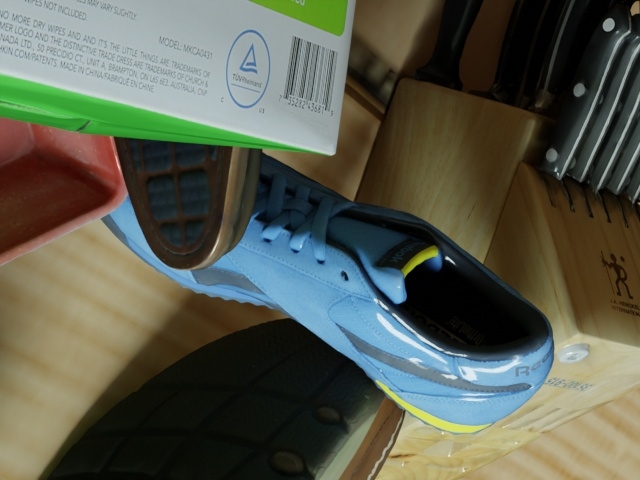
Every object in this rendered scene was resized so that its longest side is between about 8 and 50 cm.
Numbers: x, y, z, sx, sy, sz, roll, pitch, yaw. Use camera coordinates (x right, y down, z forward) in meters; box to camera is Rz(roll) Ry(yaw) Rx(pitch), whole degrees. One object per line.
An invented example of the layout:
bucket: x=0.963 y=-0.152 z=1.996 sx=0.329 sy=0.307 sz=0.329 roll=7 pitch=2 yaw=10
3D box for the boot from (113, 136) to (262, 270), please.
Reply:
boot: x=-0.020 y=-0.093 z=0.560 sx=0.106 sy=0.082 sz=0.219 roll=11 pitch=77 yaw=-49

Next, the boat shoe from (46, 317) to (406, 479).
boat shoe: x=-0.080 y=0.179 z=0.630 sx=0.324 sy=0.122 sz=0.120 roll=-48 pitch=135 yaw=-4

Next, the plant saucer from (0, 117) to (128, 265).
plant saucer: x=-0.210 y=-0.079 z=0.465 sx=0.259 sy=0.047 sz=0.258 roll=-29 pitch=122 yaw=-28

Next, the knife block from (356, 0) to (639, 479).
knife block: x=0.074 y=-0.025 z=0.701 sx=0.088 sy=0.242 sz=0.275 roll=15 pitch=142 yaw=-40

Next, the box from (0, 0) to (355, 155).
box: x=-0.091 y=-0.155 z=0.386 sx=0.262 sy=0.126 sz=0.231 roll=6 pitch=91 yaw=-59

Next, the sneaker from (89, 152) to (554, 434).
sneaker: x=0.000 y=0.000 z=0.569 sx=0.069 sy=0.209 sz=0.082 roll=-56 pitch=173 yaw=-27
